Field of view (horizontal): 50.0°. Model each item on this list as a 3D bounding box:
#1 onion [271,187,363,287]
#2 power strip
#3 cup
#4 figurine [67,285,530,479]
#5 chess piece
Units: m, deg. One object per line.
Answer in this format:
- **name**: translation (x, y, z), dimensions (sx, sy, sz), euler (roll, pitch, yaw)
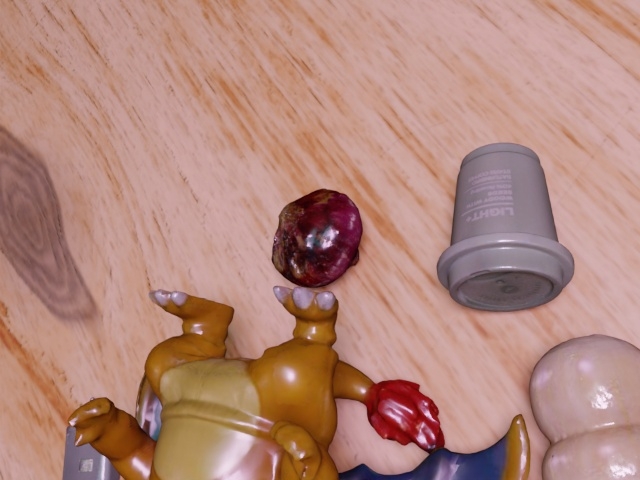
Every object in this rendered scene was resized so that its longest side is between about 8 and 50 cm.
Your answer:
- **onion**: translation (0.000, 0.000, 0.707), dimensions (0.107, 0.097, 0.107), euler (-35, 38, 33)
- **power strip**: translation (-0.247, 0.294, 0.723), dimensions (0.060, 0.027, 0.252), euler (-9, 67, 19)
- **cup**: translation (0.166, -0.014, 0.637), dimensions (0.120, 0.120, 0.141), euler (-8, 59, 18)
- **figurine**: translation (-0.051, 0.239, 0.538), dimensions (0.401, 0.268, 0.387), euler (4, 70, 18)
- **chess piece**: translation (0.229, 0.200, 0.524), dimensions (0.143, 0.143, 0.260), euler (-15, 62, 15)
